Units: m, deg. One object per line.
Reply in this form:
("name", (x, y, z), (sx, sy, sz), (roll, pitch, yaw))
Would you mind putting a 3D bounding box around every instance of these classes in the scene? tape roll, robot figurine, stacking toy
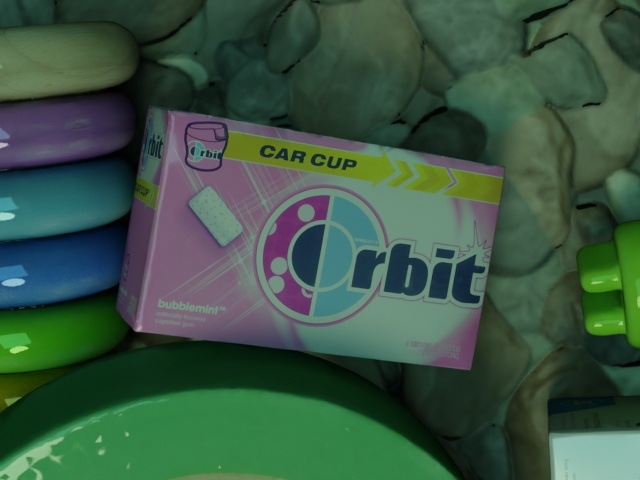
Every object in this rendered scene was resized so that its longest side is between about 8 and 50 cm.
("tape roll", (-0.058, 0.213, 0.653), (0.321, 0.077, 0.321), (-2, 104, -10))
("robot figurine", (0.190, 0.019, 0.659), (0.115, 0.067, 0.101), (-6, 110, 9))
("stacking toy", (-0.152, 0.052, 0.701), (0.141, 0.141, 0.330), (-3, 100, 10))

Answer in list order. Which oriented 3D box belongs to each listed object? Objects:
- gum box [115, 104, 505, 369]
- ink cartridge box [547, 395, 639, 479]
("gum box", (0.000, 0.000, 0.660), (0.188, 0.062, 0.107), (8, 95, -19))
("ink cartridge box", (0.205, 0.111, 0.644), (0.180, 0.104, 0.060), (-4, 91, 9))
